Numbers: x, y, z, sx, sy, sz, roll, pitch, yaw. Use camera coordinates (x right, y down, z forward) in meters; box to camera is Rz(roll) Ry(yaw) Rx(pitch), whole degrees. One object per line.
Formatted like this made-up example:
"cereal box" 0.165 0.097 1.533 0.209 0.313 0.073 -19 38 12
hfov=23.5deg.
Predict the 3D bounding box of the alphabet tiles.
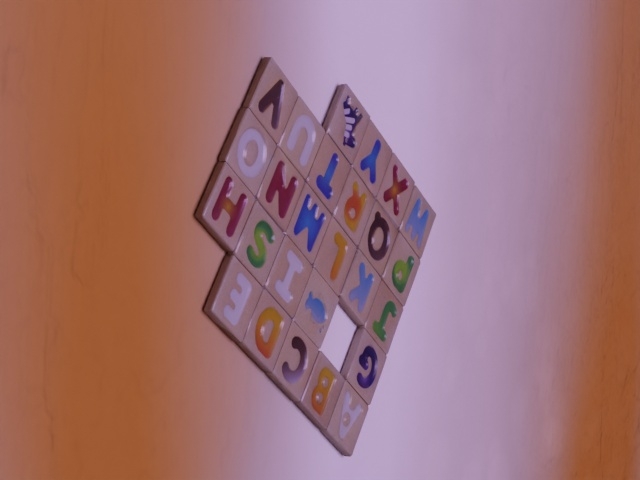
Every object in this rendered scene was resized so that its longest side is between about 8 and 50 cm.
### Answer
"alphabet tiles" 0.000 0.000 0.996 0.237 0.009 0.198 51 51 -46
